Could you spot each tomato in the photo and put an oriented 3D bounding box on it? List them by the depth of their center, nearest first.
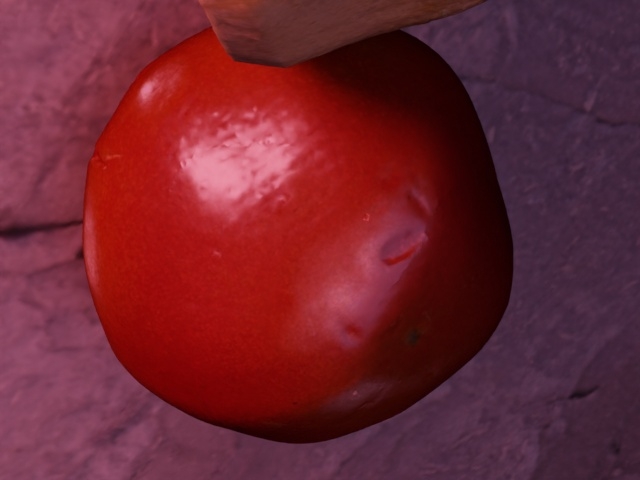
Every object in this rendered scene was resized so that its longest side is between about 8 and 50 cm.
[{"bbox_3d":[0.000,0.000,0.974,0.299,0.226,0.298,-18,126,-27],"label":"tomato"}]

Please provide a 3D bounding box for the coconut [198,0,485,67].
[{"bbox_3d":[0.016,-0.244,0.760,0.255,0.297,0.297,-28,133,3],"label":"coconut"}]
